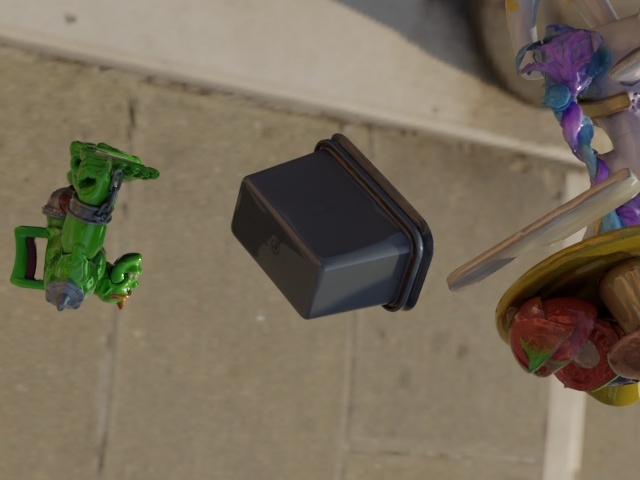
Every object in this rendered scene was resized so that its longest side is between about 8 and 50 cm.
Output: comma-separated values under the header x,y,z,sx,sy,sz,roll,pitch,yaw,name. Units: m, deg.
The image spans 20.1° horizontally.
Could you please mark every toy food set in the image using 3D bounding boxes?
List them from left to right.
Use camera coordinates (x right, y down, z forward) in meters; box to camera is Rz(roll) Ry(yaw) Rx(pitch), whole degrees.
x,y,z,sx,sy,sz,roll,pitch,yaw,name
0.163,0.054,0.948,0.218,0.128,0.071,31,36,-52,toy food set

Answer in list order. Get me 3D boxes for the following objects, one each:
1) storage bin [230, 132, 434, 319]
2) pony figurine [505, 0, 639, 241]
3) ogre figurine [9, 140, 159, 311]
x,y,z,sx,sy,sz,roll,pitch,yaw,name
0.000,0.000,1.302,0.091,0.135,0.098,-15,139,-32,storage bin
0.319,-0.178,1.607,0.303,0.351,0.363,11,57,-39,pony figurine
-0.177,-0.013,1.358,0.097,0.197,0.118,15,95,-27,ogre figurine
